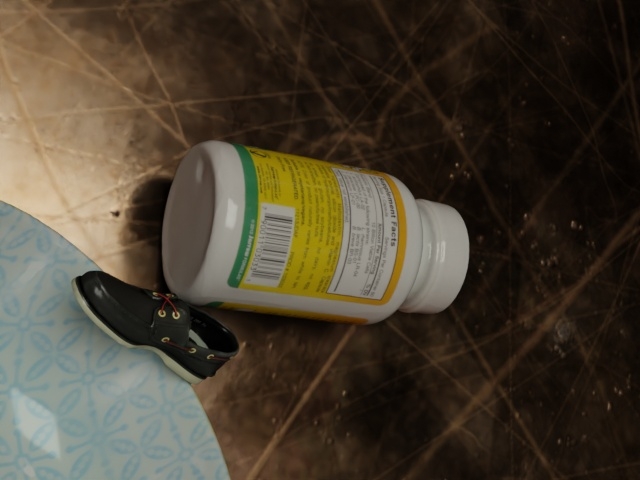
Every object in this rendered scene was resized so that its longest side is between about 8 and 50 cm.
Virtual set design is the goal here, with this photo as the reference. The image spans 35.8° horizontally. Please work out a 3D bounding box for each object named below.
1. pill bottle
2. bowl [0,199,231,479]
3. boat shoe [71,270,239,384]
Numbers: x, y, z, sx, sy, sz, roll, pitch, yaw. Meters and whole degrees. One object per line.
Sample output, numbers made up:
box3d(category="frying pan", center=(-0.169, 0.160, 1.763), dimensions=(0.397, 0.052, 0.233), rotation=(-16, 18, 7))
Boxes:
box3d(category="pill bottle", center=(0.000, 0.000, 0.724), dimensions=(0.208, 0.117, 0.118), rotation=(9, 76, -27))
box3d(category="bowl", center=(-0.191, 0.131, 0.550), dimensions=(0.156, 0.289, 0.289), rotation=(-35, 100, 12))
box3d(category="boat shoe", center=(-0.103, 0.049, 0.633), dimensions=(0.133, 0.042, 0.049), rotation=(40, 19, -45))
